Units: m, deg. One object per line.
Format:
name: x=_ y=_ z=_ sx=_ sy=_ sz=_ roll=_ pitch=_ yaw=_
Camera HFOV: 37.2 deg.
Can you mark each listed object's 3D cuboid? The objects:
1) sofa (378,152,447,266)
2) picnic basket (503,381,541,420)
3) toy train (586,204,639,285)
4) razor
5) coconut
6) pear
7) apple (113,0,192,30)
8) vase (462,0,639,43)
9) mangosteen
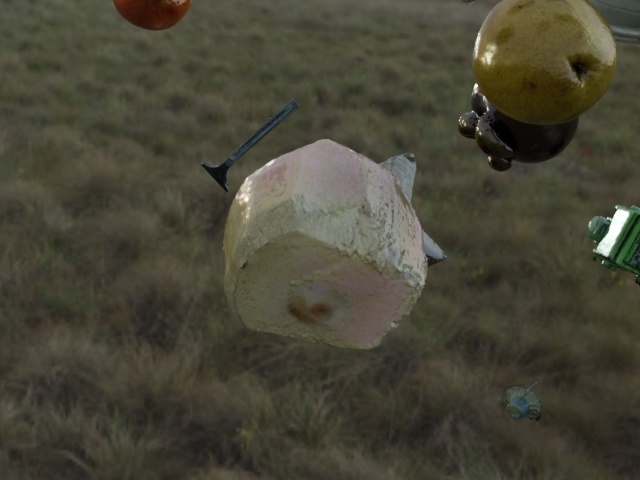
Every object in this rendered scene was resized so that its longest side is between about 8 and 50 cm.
sofa: x=0.153 y=-0.044 z=2.094 sx=0.176 sy=0.210 sz=0.225 roll=28 pitch=50 yaw=-30
picnic basket: x=0.395 y=0.317 z=1.847 sx=0.083 sy=0.065 sz=0.083 roll=19 pitch=32 yaw=34
toy train: x=0.621 y=0.026 z=1.768 sx=0.243 sy=0.132 sz=0.188 roll=27 pitch=6 yaw=-7
razor: x=-0.109 y=-0.167 z=1.594 sx=0.190 sy=0.066 sz=0.033 roll=-42 pitch=2 yaw=-4
coconut: x=0.000 y=0.000 z=1.838 sx=0.404 sy=0.404 sz=0.404 roll=3 pitch=19 yaw=-1
pear: x=0.333 y=-0.266 z=1.403 sx=0.209 sy=0.209 sz=0.209 roll=3 pitch=19 yaw=-1
apple: x=-0.347 y=-0.512 z=1.947 sx=0.139 sy=0.163 sz=0.163 roll=-9 pitch=6 yaw=42
vase: x=0.465 y=-0.492 z=1.689 sx=0.445 sy=0.250 sz=0.250 roll=14 pitch=21 yaw=26
mangosteen: x=0.349 y=-0.222 z=1.662 sx=0.210 sy=0.210 sz=0.210 roll=3 pitch=19 yaw=-1
